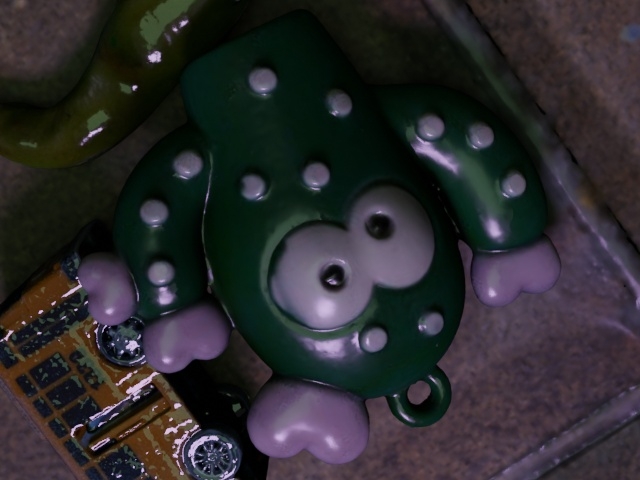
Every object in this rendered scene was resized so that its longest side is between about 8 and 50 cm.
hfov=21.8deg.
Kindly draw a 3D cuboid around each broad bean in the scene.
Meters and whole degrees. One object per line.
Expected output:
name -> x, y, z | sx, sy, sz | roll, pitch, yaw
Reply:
broad bean -> -0.102, -0.108, 0.949 | 0.213, 0.048, 0.070 | -35, 99, 12

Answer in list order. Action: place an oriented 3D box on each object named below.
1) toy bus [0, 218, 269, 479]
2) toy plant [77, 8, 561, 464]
toy bus -> -0.117, 0.088, 0.971 | 0.103, 0.091, 0.182 | -33, 101, 10
toy plant -> 0.005, -0.001, 0.924 | 0.243, 0.112, 0.232 | 39, 81, -10
